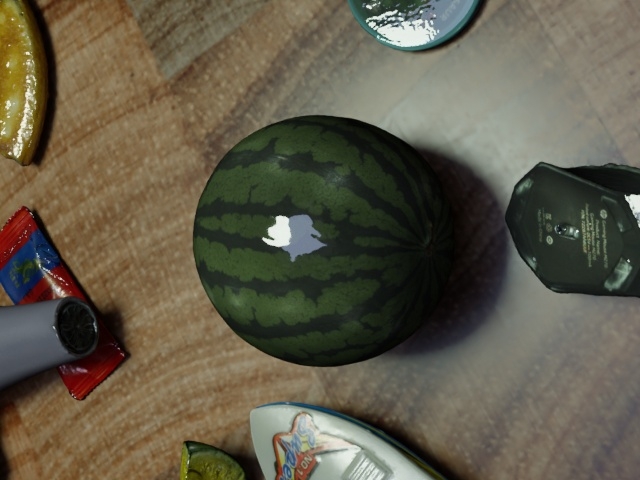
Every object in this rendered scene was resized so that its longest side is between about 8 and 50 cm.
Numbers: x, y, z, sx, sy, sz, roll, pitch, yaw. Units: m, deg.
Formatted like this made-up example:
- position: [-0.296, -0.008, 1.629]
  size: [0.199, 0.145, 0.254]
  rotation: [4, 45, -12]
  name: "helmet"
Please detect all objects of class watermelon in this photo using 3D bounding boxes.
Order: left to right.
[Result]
- position: [-0.121, 0.260, 0.926]
  size: [0.075, 0.092, 0.181]
  rotation: [14, 104, 38]
  name: "watermelon"
- position: [0.000, 0.000, 0.807]
  size: [0.212, 0.212, 0.212]
  rotation: [0, 89, 25]
  name: "watermelon"

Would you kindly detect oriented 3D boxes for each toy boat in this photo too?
- position: [0.049, 0.237, 0.845]
  size: [0.295, 0.088, 0.129]
  rotation: [38, 104, 20]
  name: "toy boat"

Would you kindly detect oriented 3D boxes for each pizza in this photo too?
- position: [-0.359, -0.156, 1.065]
  size: [0.176, 0.036, 0.184]
  rotation: [-17, 83, 24]
  name: "pizza"

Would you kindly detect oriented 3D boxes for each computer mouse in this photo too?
- position: [0.220, -0.008, 0.763]
  size: [0.192, 0.062, 0.105]
  rotation: [19, 119, 54]
  name: "computer mouse"

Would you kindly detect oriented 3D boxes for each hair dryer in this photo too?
- position: [-0.324, 0.233, 1.021]
  size: [0.301, 0.121, 0.361]
  rotation: [-14, 95, 27]
  name: "hair dryer"

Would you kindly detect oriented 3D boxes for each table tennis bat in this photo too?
- position: [0.052, -0.245, 0.882]
  size: [0.201, 0.033, 0.124]
  rotation: [29, 100, 17]
  name: "table tennis bat"

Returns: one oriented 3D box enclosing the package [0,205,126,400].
- position: [-0.281, 0.065, 1.035]
  size: [0.083, 0.022, 0.200]
  rotation: [-42, 75, 18]
  name: "package"
